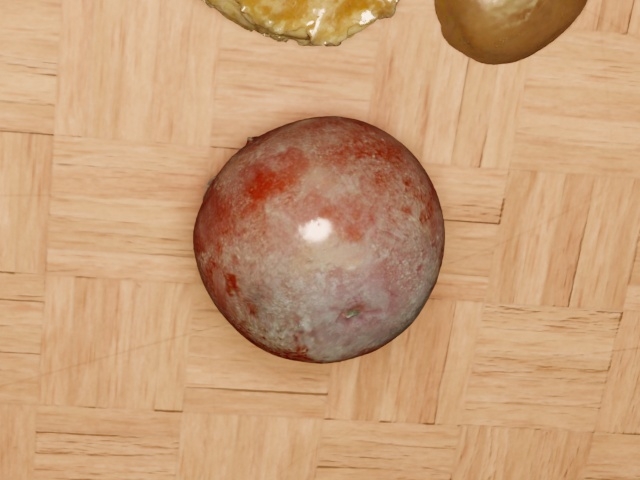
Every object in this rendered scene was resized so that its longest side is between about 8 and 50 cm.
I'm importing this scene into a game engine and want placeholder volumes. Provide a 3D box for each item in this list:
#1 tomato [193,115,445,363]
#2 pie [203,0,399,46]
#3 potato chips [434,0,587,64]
[{"bbox_3d":[0.000,0.000,1.994,0.316,0.282,0.317,-13,135,-13],"label":"tomato"},{"bbox_3d":[-0.018,-0.388,1.908,0.339,0.083,0.339,-2,113,-5],"label":"pie"},{"bbox_3d":[0.246,-0.309,1.992,0.208,0.062,0.195,-14,114,2],"label":"potato chips"}]
